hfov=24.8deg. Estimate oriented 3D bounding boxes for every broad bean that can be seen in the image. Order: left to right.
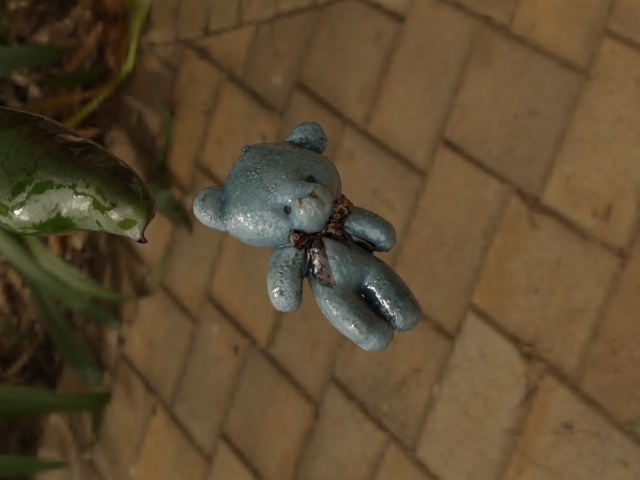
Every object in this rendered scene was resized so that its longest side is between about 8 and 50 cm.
[{"bbox_3d":[-0.156,-0.039,0.659,0.061,0.195,0.046,-59,-19,-53],"label":"broad bean"}]

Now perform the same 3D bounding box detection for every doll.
[{"bbox_3d":[0.000,-0.003,1.059,0.180,0.120,0.075,48,158,16],"label":"doll"}]
